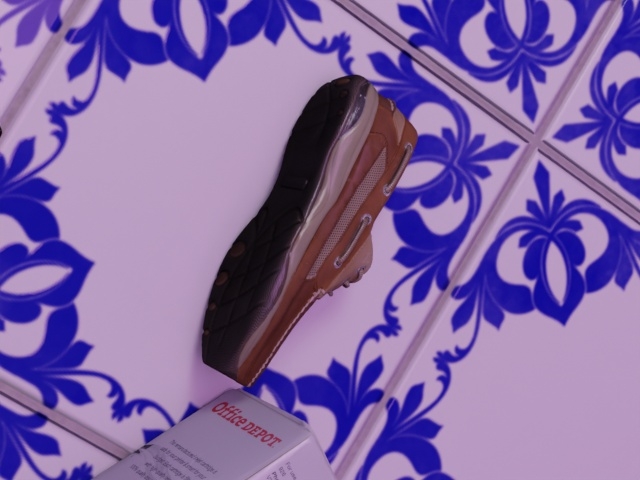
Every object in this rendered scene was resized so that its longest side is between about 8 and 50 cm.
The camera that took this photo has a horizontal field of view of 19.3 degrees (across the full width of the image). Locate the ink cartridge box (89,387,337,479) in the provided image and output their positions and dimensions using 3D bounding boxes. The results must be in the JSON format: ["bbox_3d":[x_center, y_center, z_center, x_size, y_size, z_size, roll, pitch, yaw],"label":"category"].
[{"bbox_3d":[-0.136,0.280,1.780,0.289,0.211,0.121,-32,109,-16],"label":"ink cartridge box"}]

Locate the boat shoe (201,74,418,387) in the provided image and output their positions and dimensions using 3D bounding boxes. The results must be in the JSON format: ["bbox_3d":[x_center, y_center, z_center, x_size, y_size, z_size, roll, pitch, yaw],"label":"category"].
[{"bbox_3d":[0.000,0.000,1.849,0.120,0.122,0.324,29,87,-28],"label":"boat shoe"}]

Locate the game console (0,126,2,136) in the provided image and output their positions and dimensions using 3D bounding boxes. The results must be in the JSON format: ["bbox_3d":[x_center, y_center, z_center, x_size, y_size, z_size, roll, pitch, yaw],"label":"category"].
[{"bbox_3d":[-0.382,-0.097,1.683,0.144,0.124,0.085,-45,139,-11],"label":"game console"}]
